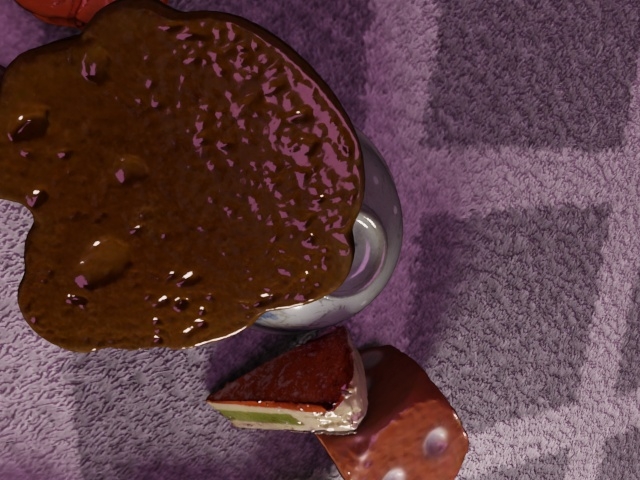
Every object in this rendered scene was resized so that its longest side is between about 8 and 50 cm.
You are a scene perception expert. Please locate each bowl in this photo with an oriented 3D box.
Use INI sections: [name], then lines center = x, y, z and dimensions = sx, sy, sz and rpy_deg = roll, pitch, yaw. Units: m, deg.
[bowl]
center = 0.000, 0.000, 0.689
dimensions = 0.313, 0.146, 0.313
rpy_deg = -7, 108, -23

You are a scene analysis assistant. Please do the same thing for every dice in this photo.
[dice]
center = 0.092, 0.270, 0.789
dimensions = 0.179, 0.174, 0.175
rpy_deg = -30, 113, -13

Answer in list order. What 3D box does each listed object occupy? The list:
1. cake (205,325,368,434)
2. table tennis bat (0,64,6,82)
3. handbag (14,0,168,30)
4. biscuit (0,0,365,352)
[cake]
center = -0.037, 0.213, 0.708
dimensions = 0.220, 0.116, 0.086
rpy_deg = -30, 123, 7
[table tennis bat]
center = -0.388, -0.102, 0.562
dimensions = 0.107, 0.119, 0.170
rpy_deg = 46, 54, -12
[handbag]
center = -0.297, -0.375, 0.473
dimensions = 0.410, 0.116, 0.303
rpy_deg = 20, 98, -27
[biscuit]
center = -0.150, -0.039, 0.545
dimensions = 0.381, 0.074, 0.359
rpy_deg = -39, 105, 13
